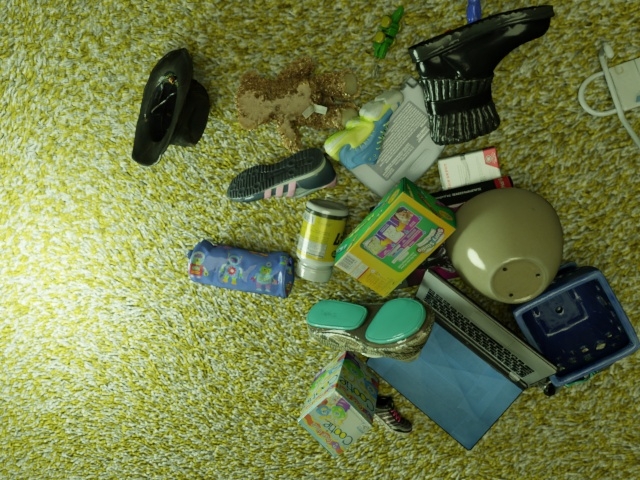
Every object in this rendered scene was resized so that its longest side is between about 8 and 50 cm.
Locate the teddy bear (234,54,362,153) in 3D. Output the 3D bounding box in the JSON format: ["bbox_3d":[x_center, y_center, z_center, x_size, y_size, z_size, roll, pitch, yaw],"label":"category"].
[{"bbox_3d":[-0.052,-0.364,1.695,0.338,0.113,0.245,-17,107,5],"label":"teddy bear"}]

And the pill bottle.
[{"bbox_3d":[0.000,0.000,1.756,0.119,0.119,0.208,14,106,6],"label":"pill bottle"}]

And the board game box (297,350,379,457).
[{"bbox_3d":[0.059,0.439,1.771,0.144,0.275,0.142,45,106,-4],"label":"board game box"}]

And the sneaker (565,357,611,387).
[{"bbox_3d":[0.724,0.356,1.744,0.167,0.076,0.065,-30,98,15],"label":"sneaker"}]

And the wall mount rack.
[{"bbox_3d":[0.808,-0.351,1.504,0.350,0.130,0.303,-18,82,13],"label":"wall mount rack"}]

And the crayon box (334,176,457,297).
[{"bbox_3d":[0.183,-0.002,1.595,0.165,0.081,0.278,33,120,-15],"label":"crayon box"}]

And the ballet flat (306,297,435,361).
[{"bbox_3d":[0.156,0.242,1.678,0.182,0.164,0.483,48,151,-24],"label":"ballet flat"}]

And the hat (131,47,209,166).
[{"bbox_3d":[-0.378,-0.336,1.705,0.134,0.331,0.331,19,111,-38],"label":"hat"}]

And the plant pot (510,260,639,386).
[{"bbox_3d":[0.626,0.197,1.644,0.236,0.212,0.235,-29,97,8],"label":"plant pot"}]

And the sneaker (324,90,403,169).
[{"bbox_3d":[0.132,-0.274,1.644,0.240,0.091,0.126,-35,115,15],"label":"sneaker"}]

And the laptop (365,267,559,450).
[{"bbox_3d":[0.341,0.325,1.674,0.382,0.408,0.236,38,76,14],"label":"laptop"}]

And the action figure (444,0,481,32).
[{"bbox_3d":[0.343,-0.539,1.583,0.139,0.091,0.280,-7,101,4],"label":"action figure"}]

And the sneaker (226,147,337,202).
[{"bbox_3d":[-0.103,-0.146,1.748,0.319,0.112,0.131,-12,145,29],"label":"sneaker"}]

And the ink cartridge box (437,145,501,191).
[{"bbox_3d":[0.389,-0.177,1.676,0.151,0.063,0.109,-11,102,12],"label":"ink cartridge box"}]

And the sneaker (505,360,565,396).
[{"bbox_3d":[0.569,0.380,1.739,0.229,0.132,0.086,-32,116,15],"label":"sneaker"}]

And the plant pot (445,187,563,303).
[{"bbox_3d":[0.455,0.042,1.538,0.284,0.190,0.284,1,123,1],"label":"plant pot"}]

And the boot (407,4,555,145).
[{"bbox_3d":[0.397,-0.386,1.514,0.348,0.131,0.260,-14,109,27],"label":"boot"}]

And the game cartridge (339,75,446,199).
[{"bbox_3d":[0.215,-0.256,1.693,0.196,0.060,0.294,42,107,1],"label":"game cartridge"}]

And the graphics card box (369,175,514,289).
[{"bbox_3d":[0.331,-0.014,1.679,0.371,0.094,0.232,-11,122,13],"label":"graphics card box"}]

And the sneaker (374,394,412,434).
[{"bbox_3d":[0.201,0.500,1.873,0.170,0.063,0.074,32,113,6],"label":"sneaker"}]

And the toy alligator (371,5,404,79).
[{"bbox_3d":[0.158,-0.510,1.643,0.051,0.056,0.189,39,114,43],"label":"toy alligator"}]

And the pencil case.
[{"bbox_3d":[-0.223,0.076,1.812,0.306,0.119,0.133,10,98,7],"label":"pencil case"}]
